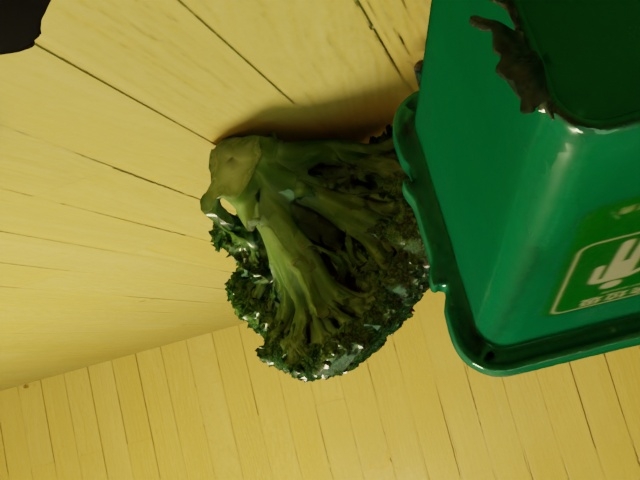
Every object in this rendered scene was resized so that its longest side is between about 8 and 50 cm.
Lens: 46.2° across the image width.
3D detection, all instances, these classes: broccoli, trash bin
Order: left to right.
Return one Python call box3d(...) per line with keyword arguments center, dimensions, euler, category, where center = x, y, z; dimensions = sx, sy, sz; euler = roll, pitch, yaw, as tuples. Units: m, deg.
box3d(center=(0.000, 0.000, 0.803), dimensions=(0.307, 0.308, 0.275), euler=(-21, 143, 34), category="broccoli")
box3d(center=(0.185, -0.098, 0.496), dimensions=(0.259, 0.295, 0.381), euler=(-14, 159, 2), category="trash bin")

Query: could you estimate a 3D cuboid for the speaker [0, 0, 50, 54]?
box3d(center=(-0.219, -0.132, 0.170), dimensions=(0.329, 0.198, 0.259), euler=(-28, 142, -48), category="speaker")
